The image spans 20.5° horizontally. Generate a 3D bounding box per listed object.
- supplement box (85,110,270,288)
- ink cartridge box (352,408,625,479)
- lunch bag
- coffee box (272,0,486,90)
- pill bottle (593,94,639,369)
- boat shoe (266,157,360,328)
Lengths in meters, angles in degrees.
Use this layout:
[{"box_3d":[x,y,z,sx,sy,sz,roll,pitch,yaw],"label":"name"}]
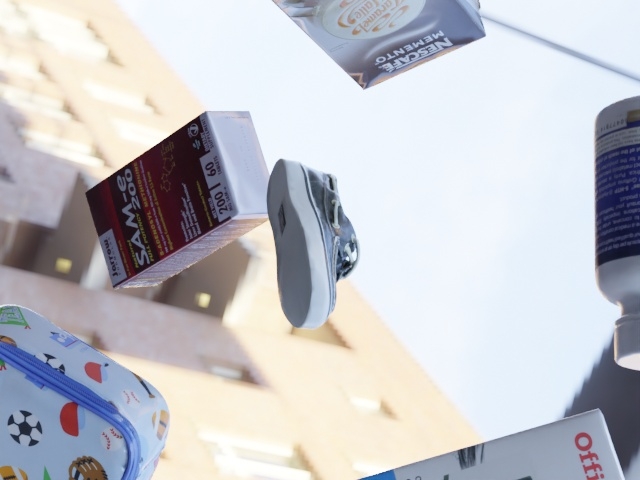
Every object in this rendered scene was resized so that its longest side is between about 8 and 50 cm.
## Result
[{"box_3d":[-0.162,-0.045,2.039,0.239,0.073,0.130,-30,-107,42],"label":"supplement box"},{"box_3d":[0.127,0.221,1.266,0.086,0.203,0.148,70,3,-71],"label":"ink cartridge box"},{"box_3d":[-0.297,0.225,1.707,0.303,0.243,0.115,-63,175,26],"label":"lunch bag"},{"box_3d":[0.040,-0.252,1.625,0.141,0.246,0.098,-22,-119,19],"label":"coffee box"},{"box_3d":[0.254,-0.004,1.279,0.112,0.112,0.186,-19,-115,54],"label":"pill bottle"},{"box_3d":[0.000,0.000,1.580,0.219,0.070,0.078,-100,-155,-51],"label":"boat shoe"}]
